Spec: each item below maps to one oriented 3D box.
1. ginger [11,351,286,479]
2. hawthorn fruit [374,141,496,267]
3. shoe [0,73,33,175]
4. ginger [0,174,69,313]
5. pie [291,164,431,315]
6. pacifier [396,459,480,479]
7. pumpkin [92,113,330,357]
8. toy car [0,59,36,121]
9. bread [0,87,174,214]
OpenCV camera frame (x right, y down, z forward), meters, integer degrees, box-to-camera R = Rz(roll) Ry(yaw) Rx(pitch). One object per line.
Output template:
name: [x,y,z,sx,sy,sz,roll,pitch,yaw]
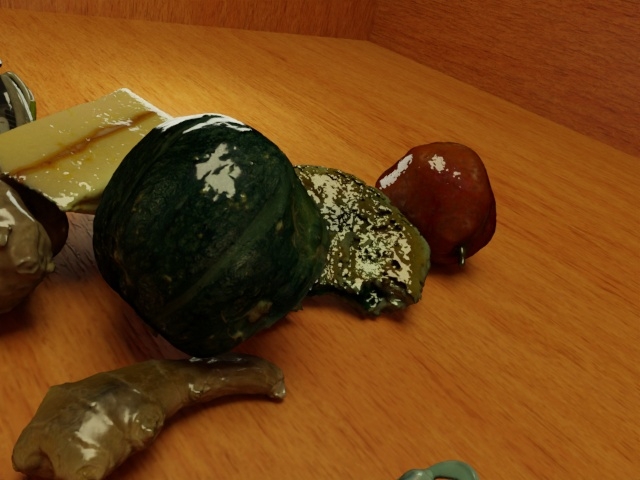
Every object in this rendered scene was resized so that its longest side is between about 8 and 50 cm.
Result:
ginger: [-0.159,0.170,0.568,0.295,0.086,0.131,-7,13,-41]
hawthorn fruit: [0.225,-0.056,1.018,0.224,0.224,0.260,-3,57,-28]
shoe: [-0.506,-0.150,0.859,0.112,0.227,0.099,-20,-1,-23]
ginger: [-0.476,0.010,0.620,0.375,0.176,0.256,-13,22,-36]
pie: [0.000,0.000,0.857,0.371,0.078,0.296,-1,54,-20]
pacifier: [0.099,0.280,0.499,0.116,0.127,0.150,51,50,-9]
pumpkin: [-0.153,-0.030,0.639,0.263,0.197,0.293,-46,38,-14]
toy car: [-0.642,-0.230,0.964,0.248,0.204,0.198,3,8,-22]
bread: [-0.303,-0.135,0.756,0.168,0.163,0.264,31,4,4]
